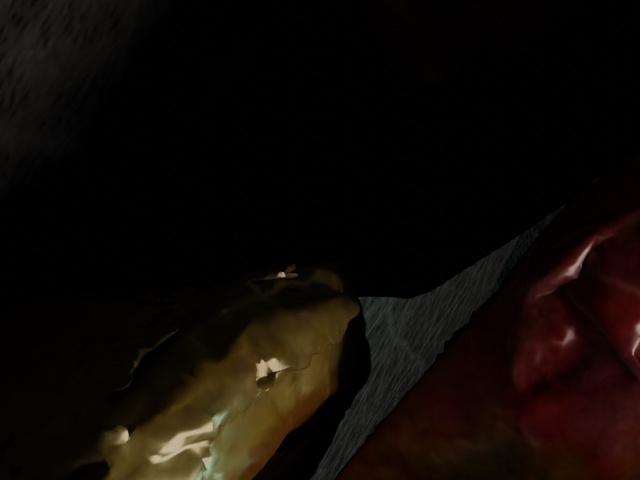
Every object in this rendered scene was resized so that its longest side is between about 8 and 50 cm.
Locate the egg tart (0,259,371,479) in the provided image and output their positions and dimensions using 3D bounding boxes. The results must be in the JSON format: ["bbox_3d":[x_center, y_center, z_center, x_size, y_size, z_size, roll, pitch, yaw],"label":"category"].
[{"bbox_3d":[-0.107,0.131,0.607,0.341,0.129,0.341,-59,172,-13],"label":"egg tart"}]

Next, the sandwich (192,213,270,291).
[{"bbox_3d":[0.000,0.000,0.995,0.245,0.063,0.212,-57,170,-22],"label":"sandwich"}]

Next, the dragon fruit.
[{"bbox_3d":[0.163,0.092,0.726,0.371,0.249,0.386,-45,168,-1],"label":"dragon fruit"}]

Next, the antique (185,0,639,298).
[{"bbox_3d":[0.058,-0.065,0.785,0.223,0.129,0.278,-39,171,20],"label":"antique"}]
